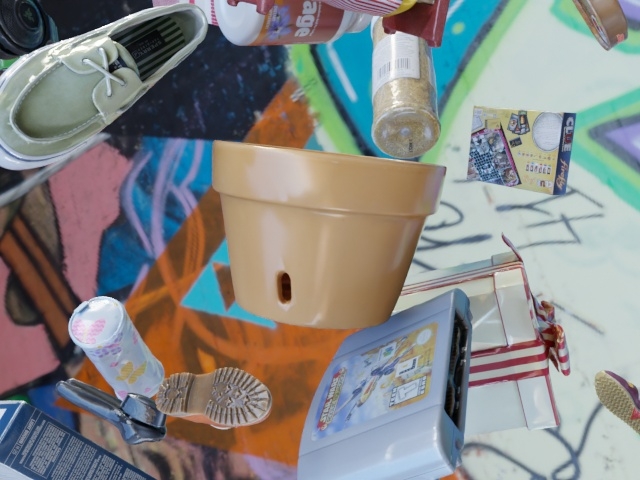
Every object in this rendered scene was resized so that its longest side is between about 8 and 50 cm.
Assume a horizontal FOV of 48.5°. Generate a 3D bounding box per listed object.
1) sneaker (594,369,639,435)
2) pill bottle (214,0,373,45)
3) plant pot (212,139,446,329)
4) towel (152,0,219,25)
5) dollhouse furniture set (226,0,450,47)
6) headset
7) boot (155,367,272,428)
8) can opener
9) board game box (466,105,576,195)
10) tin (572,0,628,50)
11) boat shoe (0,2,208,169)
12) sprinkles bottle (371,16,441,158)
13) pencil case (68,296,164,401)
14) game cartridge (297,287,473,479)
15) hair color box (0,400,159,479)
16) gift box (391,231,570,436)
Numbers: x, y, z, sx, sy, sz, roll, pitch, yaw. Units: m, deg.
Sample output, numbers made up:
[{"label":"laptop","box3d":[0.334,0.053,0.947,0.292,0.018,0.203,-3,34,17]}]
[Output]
[{"label":"sneaker","box3d":[0.621,0.315,1.402,0.185,0.069,0.084,46,-131,4]},{"label":"pill bottle","box3d":[-0.031,-0.341,1.009,0.216,0.121,0.121,-13,-102,-35]},{"label":"plant pot","box3d":[0.001,-0.011,0.899,0.291,0.291,0.203,-13,-69,-66]},{"label":"towel","box3d":[-0.190,-0.522,1.404,0.237,0.329,0.037,94,-166,-49]},{"label":"dollhouse furniture set","box3d":[-0.016,-0.333,0.804,0.201,0.152,0.374,3,-160,-23]},{"label":"headset","box3d":[-0.628,-0.416,1.284,0.394,0.244,0.185,134,128,-84]},{"label":"boot","box3d":[-0.099,0.179,0.781,0.085,0.158,0.059,37,-121,-41]},{"label":"can opener","box3d":[-0.308,0.249,1.058,0.059,0.186,0.073,42,-112,-70]},{"label":"board game box","box3d":[0.413,-0.193,1.491,0.042,0.243,0.165,-4,-75,-33]},{"label":"tin","box3d":[0.361,-0.347,0.968,0.106,0.040,0.189,9,-126,-63]},{"label":"boat shoe","box3d":[-0.241,-0.187,0.777,0.109,0.094,0.302,54,-131,-21]},{"label":"sprinkles bottle","box3d":[0.153,-0.313,1.322,0.121,0.121,0.355,45,-145,-38]},{"label":"pencil case","box3d":[-0.408,0.225,1.442,0.124,0.114,0.273,48,162,32]},{"label":"game cartridge","box3d":[0.076,0.179,0.825,0.062,0.198,0.297,57,-154,-18]},{"label":"hair color box","box3d":[-0.448,0.411,1.254,0.347,0.174,0.105,46,-130,-32]},{"label":"gift box","box3d":[0.246,0.146,1.126,0.255,0.258,0.276,-58,-46,-71]}]
